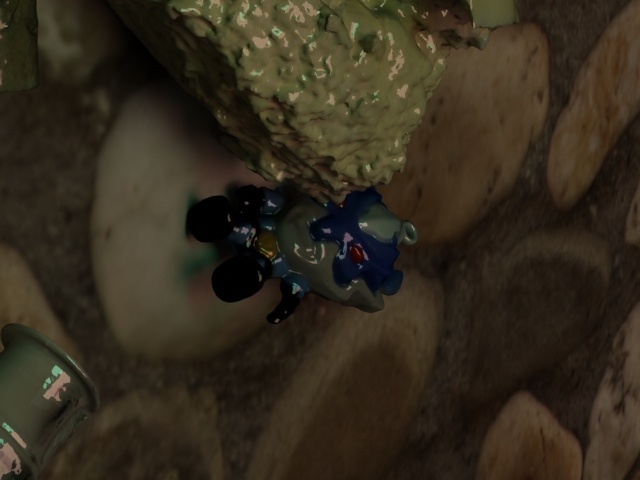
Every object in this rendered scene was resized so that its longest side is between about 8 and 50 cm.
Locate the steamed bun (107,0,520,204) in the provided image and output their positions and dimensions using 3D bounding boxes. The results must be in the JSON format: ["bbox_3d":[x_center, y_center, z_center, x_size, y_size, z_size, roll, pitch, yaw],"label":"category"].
[{"bbox_3d":[-0.004,-0.134,0.773,0.225,0.170,0.200,30,80,-56],"label":"steamed bun"}]

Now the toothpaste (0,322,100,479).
[{"bbox_3d":[-0.218,0.167,0.653,0.323,0.066,0.100,-50,139,-28],"label":"toothpaste"}]

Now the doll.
[{"bbox_3d":[0.000,0.000,0.928,0.195,0.070,0.096,-5,75,-54],"label":"doll"}]

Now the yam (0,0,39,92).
[{"bbox_3d":[-0.150,-0.143,0.636,0.068,0.068,0.169,-22,121,-53],"label":"yam"}]
